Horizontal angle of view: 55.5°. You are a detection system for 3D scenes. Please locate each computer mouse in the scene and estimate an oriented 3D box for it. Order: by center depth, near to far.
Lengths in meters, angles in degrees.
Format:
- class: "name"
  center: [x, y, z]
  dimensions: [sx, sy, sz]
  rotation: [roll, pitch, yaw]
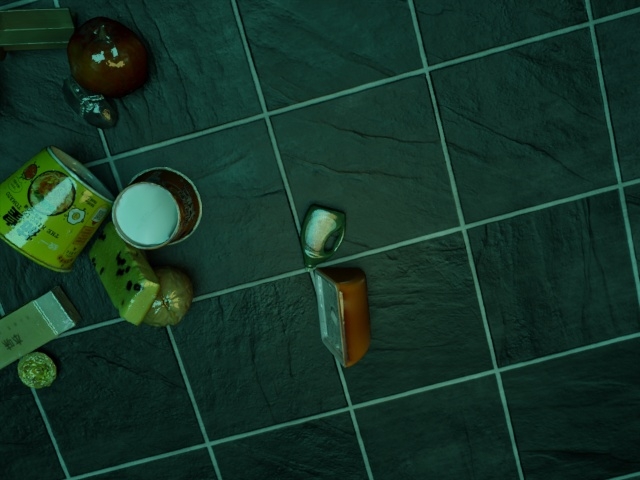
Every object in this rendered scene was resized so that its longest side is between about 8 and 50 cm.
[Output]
- class: "computer mouse"
  center: [-0.687, -0.412, 1.809]
  dimensions: [0.106, 0.062, 0.192]
  rotation: [-39, 100, 7]

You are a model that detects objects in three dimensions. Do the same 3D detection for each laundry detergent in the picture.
- class: "laundry detergent"
  center: [0.000, 0.000, 1.895]
  dimensions: [0.137, 0.063, 0.210]
  rotation: [13, 101, -9]

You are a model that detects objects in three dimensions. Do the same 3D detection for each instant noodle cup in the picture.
- class: "instant noodle cup"
  center: [-0.770, -0.103, 1.761]
  dimensions: [0.325, 0.325, 0.254]
  rotation: [43, 88, -8]
- class: "instant noodle cup"
  center: [-0.494, -0.089, 1.808]
  dimensions: [0.251, 0.192, 0.250]
  rotation: [0, 101, 0]

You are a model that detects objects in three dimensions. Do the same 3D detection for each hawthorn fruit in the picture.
- class: "hawthorn fruit"
  center: [-0.596, -0.515, 1.696]
  dimensions: [0.215, 0.250, 0.215]
  rotation: [3, 77, -13]

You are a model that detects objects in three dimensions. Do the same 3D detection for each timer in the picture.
- class: "timer"
  center: [0.072, 0.223, 1.843]
  dimensions: [0.162, 0.250, 0.257]
  rotation: [-5, 101, 1]

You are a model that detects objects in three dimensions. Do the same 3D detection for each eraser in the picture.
- class: "eraser"
  center: [-0.949, 0.287, 1.942]
  dimensions: [0.344, 0.078, 0.144]
  rotation: [-30, 101, 6]

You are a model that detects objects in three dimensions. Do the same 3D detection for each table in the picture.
- class: "table"
  center: [-0.813, -0.602, 1.734]
  dimensions: [0.227, 0.167, 0.167]
  rotation: [-5, 102, -8]

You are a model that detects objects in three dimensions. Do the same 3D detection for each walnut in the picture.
- class: "walnut"
  center: [-0.486, 0.166, 1.855]
  dimensions: [0.214, 0.213, 0.213]
  rotation: [0, 101, 0]

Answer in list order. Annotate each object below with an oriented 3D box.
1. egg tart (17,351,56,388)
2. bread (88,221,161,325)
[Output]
- class: "egg tart"
  center: [-0.918, 0.418, 1.982]
  dimensions: [0.129, 0.049, 0.128]
  rotation: [0, 102, 0]
- class: "bread"
  center: [-0.575, 0.087, 1.777]
  dimensions: [0.077, 0.361, 0.138]
  rotation: [30, 99, -45]
